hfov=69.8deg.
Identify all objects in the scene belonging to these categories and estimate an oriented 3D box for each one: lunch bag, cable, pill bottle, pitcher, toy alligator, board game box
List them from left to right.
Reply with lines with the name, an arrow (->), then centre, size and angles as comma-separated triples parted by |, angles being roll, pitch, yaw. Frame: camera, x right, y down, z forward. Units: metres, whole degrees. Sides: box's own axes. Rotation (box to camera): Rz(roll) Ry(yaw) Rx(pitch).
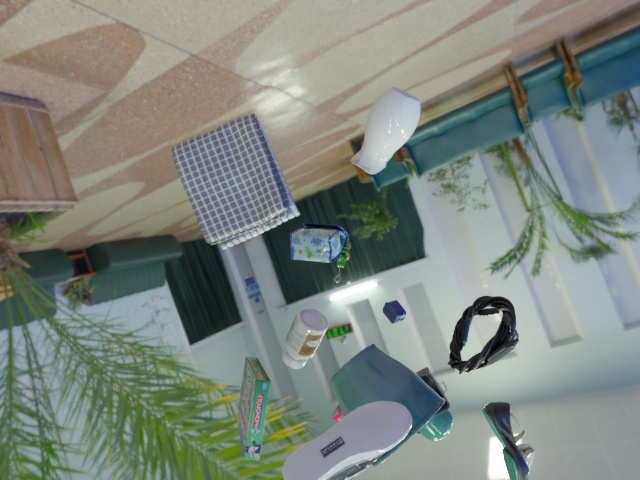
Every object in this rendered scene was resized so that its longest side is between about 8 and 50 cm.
board game box -> -0.208, 0.492, 1.389 | 0.046, 0.213, 0.317 | 10, 174, -14
pill bottle -> -0.068, 0.389, 1.800 | 0.131, 0.131, 0.229 | -17, 139, -50
lunch bag -> 0.000, 0.000, 1.321 | 0.129, 0.096, 0.151 | 6, -164, 22
toy alligator -> 0.073, 0.048, 1.524 | 0.056, 0.189, 0.051 | 17, 148, -17
pitcher -> 0.181, -0.286, 1.197 | 0.178, 0.126, 0.207 | -28, 148, -58
lunch bag -> 0.320, 0.304, 1.950 | 0.065, 0.098, 0.067 | -11, 137, -30
cable -> 0.323, 0.195, 0.950 | 0.184, 0.047, 0.150 | -51, -156, 30

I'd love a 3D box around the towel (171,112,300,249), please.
towel -> -0.212, -0.144, 1.133 | 0.235, 0.283, 0.121 | -23, 175, 2

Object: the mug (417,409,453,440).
mug -> 0.402, 0.647, 1.642 | 0.129, 0.097, 0.158 | -46, 180, -21

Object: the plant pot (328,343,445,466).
plant pot -> 0.169, 0.451, 1.323 | 0.272, 0.255, 0.271 | -37, 161, -16

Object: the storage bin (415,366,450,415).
storage bin -> 0.356, 0.476, 1.480 | 0.098, 0.135, 0.091 | -33, -179, 16

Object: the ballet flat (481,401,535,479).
ballet flat -> 0.583, 0.615, 1.377 | 0.096, 0.280, 0.095 | -22, -177, 0

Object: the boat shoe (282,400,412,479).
boat shoe -> 0.066, 0.461, 1.003 | 0.302, 0.102, 0.108 | -28, -136, -12

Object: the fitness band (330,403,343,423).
fitness band -> 0.161, 0.666, 1.691 | 0.291, 0.209, 0.054 | -52, -173, 48
